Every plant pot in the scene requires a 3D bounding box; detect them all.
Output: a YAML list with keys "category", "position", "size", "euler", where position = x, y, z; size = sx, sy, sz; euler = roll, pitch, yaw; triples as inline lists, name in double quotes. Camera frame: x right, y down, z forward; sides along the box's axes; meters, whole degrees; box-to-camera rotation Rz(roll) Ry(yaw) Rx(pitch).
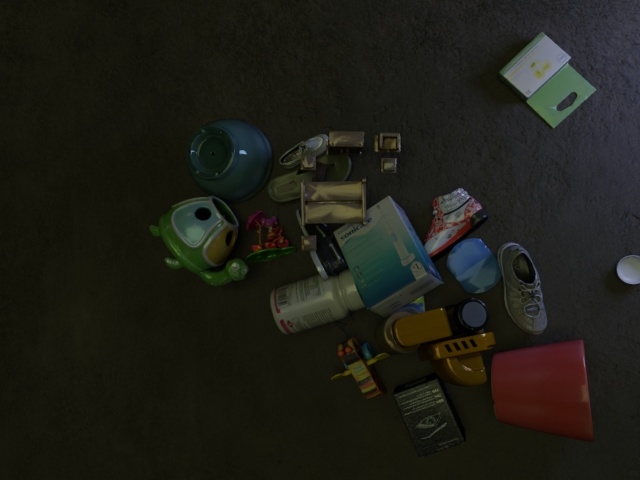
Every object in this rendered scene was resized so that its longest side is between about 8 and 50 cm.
- category: "plant pot"
  position: [-0.329, -0.280, 1.780]
  size: [0.293, 0.196, 0.292]
  euler: [0, 88, 14]
- category: "plant pot"
  position: [0.619, 0.414, 1.485]
  size: [0.243, 0.275, 0.274]
  euler: [-5, 87, 25]

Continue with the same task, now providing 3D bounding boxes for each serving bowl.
- category: "serving bowl"
  position: [0.900, 0.085, 1.528]
  size: [0.083, 0.027, 0.083]
  euler: [0, 88, 14]

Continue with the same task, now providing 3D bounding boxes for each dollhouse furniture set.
- category: "dollhouse furniture set"
  position: [0.092, -0.148, 1.646]
  size: [0.304, 0.174, 0.355]
  euler: [0, 92, 0]

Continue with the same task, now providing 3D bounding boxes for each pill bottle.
- category: "pill bottle"
  position: [-0.003, 0.190, 1.695]
  size: [0.283, 0.160, 0.160]
  euler: [-19, 83, 14]

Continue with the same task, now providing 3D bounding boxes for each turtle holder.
- category: "turtle holder"
  position: [-0.388, -0.005, 1.746]
  size: [0.227, 0.243, 0.320]
  euler: [-39, 48, 12]

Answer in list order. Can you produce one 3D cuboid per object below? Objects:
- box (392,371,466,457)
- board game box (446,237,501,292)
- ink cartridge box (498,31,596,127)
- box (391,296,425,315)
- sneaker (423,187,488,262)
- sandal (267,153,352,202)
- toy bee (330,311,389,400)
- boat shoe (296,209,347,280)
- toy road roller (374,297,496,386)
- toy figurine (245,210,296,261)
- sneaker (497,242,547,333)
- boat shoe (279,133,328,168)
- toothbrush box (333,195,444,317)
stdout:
- category: "box"
  position: [0.334, 0.531, 1.621]
  size: [0.153, 0.108, 0.207]
  euler: [-23, 83, 13]
- category: "board game box"
  position: [0.473, 0.079, 1.635]
  size: [0.133, 0.033, 0.168]
  euler: [-39, 83, 6]
- category: "ink cartridge box"
  position: [0.684, -0.483, 1.593]
  size: [0.171, 0.056, 0.235]
  euler: [-43, 76, 9]
- category: "box"
  position: [0.278, 0.213, 1.682]
  size: [0.109, 0.042, 0.178]
  euler: [-7, 87, 14]
- category: "sneaker"
  position: [0.372, -0.043, 1.646]
  size: [0.270, 0.090, 0.145]
  euler: [-41, 69, 15]
- category: "sandal"
  position: [-0.036, -0.204, 1.751]
  size: [0.303, 0.086, 0.120]
  euler: [-23, 83, 6]
- category: "toy bee"
  position: [0.099, 0.376, 1.663]
  size: [0.298, 0.162, 0.195]
  euler: [42, 100, 12]
- category: "boat shoe"
  position: [0.000, 0.000, 1.692]
  size: [0.091, 0.114, 0.302]
  euler: [-25, 52, 0]
- category: "toy road roller"
  position: [0.341, 0.312, 1.525]
  size: [0.330, 0.202, 0.240]
  euler: [-9, 77, -9]
- category: "toy figurine"
  position: [-0.182, -0.026, 1.787]
  size: [0.173, 0.130, 0.159]
  euler: [-12, 75, -8]
- category: "sneaker"
  position: [0.594, 0.145, 1.548]
  size: [0.105, 0.115, 0.281]
  euler: [-21, 90, 1]
- category: "boat shoe"
  position: [-0.057, -0.303, 1.776]
  size: [0.184, 0.063, 0.066]
  euler: [-22, 83, 13]
- category: "toothbrush box"
  position: [0.200, 0.049, 1.603]
  size: [0.216, 0.126, 0.295]
  euler: [-34, 56, 16]
